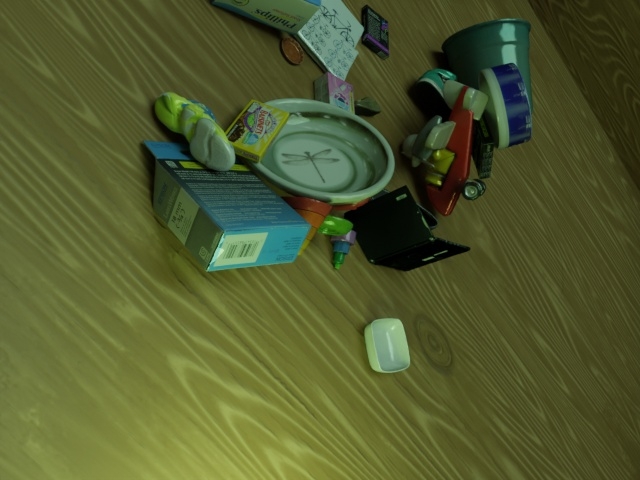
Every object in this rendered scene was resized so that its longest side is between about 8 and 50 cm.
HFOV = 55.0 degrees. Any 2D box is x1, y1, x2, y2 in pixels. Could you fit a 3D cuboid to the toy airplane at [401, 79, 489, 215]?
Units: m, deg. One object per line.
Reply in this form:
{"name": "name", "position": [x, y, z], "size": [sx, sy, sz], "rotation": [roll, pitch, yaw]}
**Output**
{"name": "toy airplane", "position": [0.397, -0.323, 1.979], "size": [0.386, 0.272, 0.385], "rotation": [65, 37, -51]}

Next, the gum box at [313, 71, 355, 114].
{"name": "gum box", "position": [0.043, -0.391, 1.795], "size": [0.107, 0.062, 0.189], "rotation": [16, 62, -42]}

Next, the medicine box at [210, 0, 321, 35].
{"name": "medicine box", "position": [-0.149, -0.748, 1.660], "size": [0.263, 0.149, 0.289], "rotation": [10, 66, -33]}

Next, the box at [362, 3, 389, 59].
{"name": "box", "position": [0.190, -0.720, 2.122], "size": [0.116, 0.029, 0.162], "rotation": [24, 58, -39]}

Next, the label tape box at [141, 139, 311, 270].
{"name": "label tape box", "position": [-0.218, -0.081, 1.323], "size": [0.240, 0.106, 0.333], "rotation": [-4, 39, -47]}

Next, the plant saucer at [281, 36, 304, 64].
{"name": "plant saucer", "position": [-0.082, -0.544, 1.770], "size": [0.083, 0.013, 0.084], "rotation": [22, 57, -39]}

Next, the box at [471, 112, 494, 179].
{"name": "box", "position": [0.557, -0.342, 2.143], "size": [0.191, 0.045, 0.184], "rotation": [75, 4, -55]}

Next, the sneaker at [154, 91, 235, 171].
{"name": "sneaker", "position": [-0.251, -0.247, 1.361], "size": [0.240, 0.091, 0.126], "rotation": [45, 28, 13]}

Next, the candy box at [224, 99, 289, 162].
{"name": "candy box", "position": [-0.156, -0.265, 1.468], "size": [0.105, 0.027, 0.206], "rotation": [23, 43, 1]}

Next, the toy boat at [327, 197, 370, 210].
{"name": "toy boat", "position": [0.081, -0.171, 1.707], "size": [0.151, 0.150, 0.231], "rotation": [61, 31, -57]}

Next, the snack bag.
{"name": "snack bag", "position": [0.008, -0.691, 1.913], "size": [0.323, 0.037, 0.343], "rotation": [44, 46, -23]}

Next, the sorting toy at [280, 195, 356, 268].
{"name": "sorting toy", "position": [0.000, 0.000, 1.496], "size": [0.365, 0.127, 0.126], "rotation": [34, 65, -66]}

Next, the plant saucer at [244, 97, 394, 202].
{"name": "plant saucer", "position": [-0.015, -0.208, 1.551], "size": [0.400, 0.101, 0.401], "rotation": [9, 43, -9]}

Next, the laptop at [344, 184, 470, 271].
{"name": "laptop", "position": [0.239, -0.023, 1.710], "size": [0.264, 0.234, 0.137], "rotation": [14, 64, -42]}

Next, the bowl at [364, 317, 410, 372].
{"name": "bowl", "position": [0.171, 0.283, 1.641], "size": [0.142, 0.053, 0.142], "rotation": [4, 69, -45]}

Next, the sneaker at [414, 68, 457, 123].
{"name": "sneaker", "position": [0.455, -0.508, 2.245], "size": [0.295, 0.123, 0.178], "rotation": [50, 47, -28]}

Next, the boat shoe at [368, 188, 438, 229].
{"name": "boat shoe", "position": [0.244, -0.098, 1.854], "size": [0.285, 0.092, 0.103], "rotation": [30, 56, -33]}

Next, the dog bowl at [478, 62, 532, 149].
{"name": "dog bowl", "position": [0.597, -0.435, 1.996], "size": [0.265, 0.104, 0.265], "rotation": [-13, 90, -82]}

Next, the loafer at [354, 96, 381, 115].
{"name": "loafer", "position": [0.134, -0.420, 1.915], "size": [0.148, 0.056, 0.050], "rotation": [-5, 75, -57]}

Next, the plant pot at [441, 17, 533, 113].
{"name": "plant pot", "position": [0.668, -0.627, 2.380], "size": [0.341, 0.341, 0.334], "rotation": [-5, 84, -47]}
